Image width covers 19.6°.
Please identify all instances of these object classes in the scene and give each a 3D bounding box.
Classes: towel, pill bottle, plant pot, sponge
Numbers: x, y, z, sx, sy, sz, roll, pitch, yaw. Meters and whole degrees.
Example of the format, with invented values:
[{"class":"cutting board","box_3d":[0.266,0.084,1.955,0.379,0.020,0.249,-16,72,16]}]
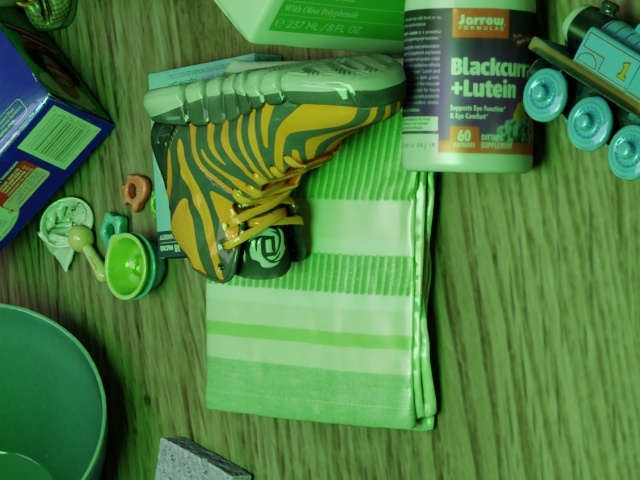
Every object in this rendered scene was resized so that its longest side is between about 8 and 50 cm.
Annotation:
[{"class":"towel","box_3d":[0.000,0.000,1.657,0.247,0.038,0.325,3,94,35]},{"class":"pill bottle","box_3d":[0.121,-0.151,1.502,0.108,0.108,0.194,3,94,47]},{"class":"plant pot","box_3d":[-0.354,0.238,1.932,0.290,0.290,0.195,54,162,31]},{"class":"sponge","box_3d":[-0.129,0.310,1.835,0.117,0.031,0.210,22,106,45]}]

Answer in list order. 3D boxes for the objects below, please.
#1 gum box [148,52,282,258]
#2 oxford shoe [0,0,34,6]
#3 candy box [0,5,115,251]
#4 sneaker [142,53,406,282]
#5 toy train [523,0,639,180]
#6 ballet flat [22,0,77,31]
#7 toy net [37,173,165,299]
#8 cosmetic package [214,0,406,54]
[{"class":"gum box","box_3d":[-0.098,-0.078,1.785,0.157,0.041,0.184,-6,86,45]},{"class":"oxford shoe","box_3d":[-0.272,-0.299,1.889,0.363,0.130,0.133,23,128,25]},{"class":"candy box","box_3d":[-0.412,-0.142,2.003,0.268,0.122,0.317,-46,58,11]},{"class":"sneaker","box_3d":[-0.028,-0.058,1.576,0.321,0.124,0.180,-3,98,56]},{"class":"toy train","box_3d":[0.235,-0.112,1.408,0.184,0.080,0.105,41,110,41]},{"class":"ballet flat","box_3d":[-0.302,-0.349,1.984,0.084,0.058,0.250,-1,90,46]},{"class":"toy net","box_3d":[-0.234,-0.013,1.930,0.232,0.045,0.122,12,100,46]},{"class":"cosmetic package","box_3d":[0.052,-0.344,1.510,0.155,0.197,0.365,53,128,32]}]
